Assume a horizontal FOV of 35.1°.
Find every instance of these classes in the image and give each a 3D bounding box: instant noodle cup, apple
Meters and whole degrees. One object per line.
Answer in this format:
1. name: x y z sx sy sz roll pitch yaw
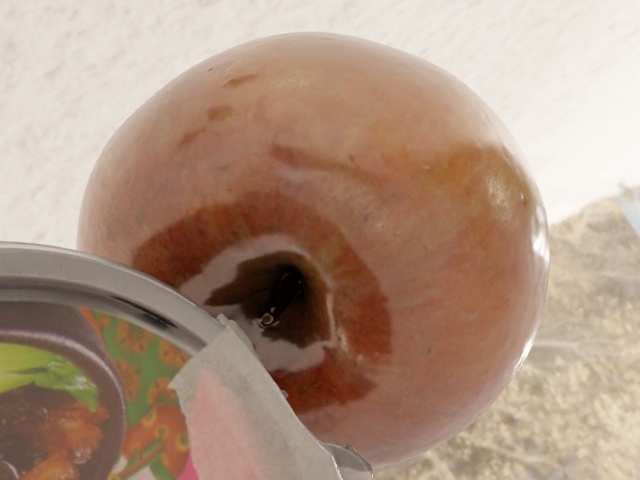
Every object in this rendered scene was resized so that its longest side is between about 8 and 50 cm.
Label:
1. instant noodle cup: -0.147 0.129 0.361 0.302 0.258 0.182 8 175 -38
2. apple: 0.000 0.000 0.564 0.253 0.253 0.253 -30 166 -8
